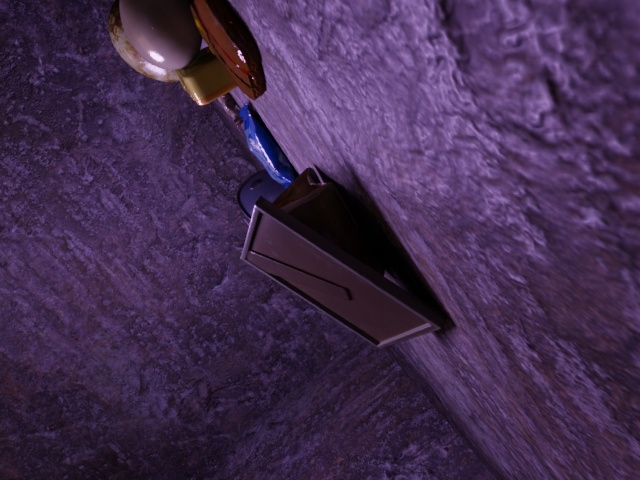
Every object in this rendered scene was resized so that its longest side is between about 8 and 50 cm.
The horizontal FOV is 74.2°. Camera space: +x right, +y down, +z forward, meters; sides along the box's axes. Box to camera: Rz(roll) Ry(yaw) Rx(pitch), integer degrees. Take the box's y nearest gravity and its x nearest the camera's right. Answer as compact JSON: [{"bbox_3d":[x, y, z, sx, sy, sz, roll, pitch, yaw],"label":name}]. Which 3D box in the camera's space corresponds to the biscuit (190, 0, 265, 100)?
[{"bbox_3d":[-0.215,-0.435,0.904,0.262,0.052,0.277,54,175,-2],"label":"biscuit"}]

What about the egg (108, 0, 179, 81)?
[{"bbox_3d":[-0.491,-0.610,1.269,0.289,0.238,0.238,46,174,8],"label":"egg"}]

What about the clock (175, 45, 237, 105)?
[{"bbox_3d":[-0.313,-0.458,1.169,0.202,0.143,0.096,49,166,51],"label":"clock"}]

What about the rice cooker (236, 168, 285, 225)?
[{"bbox_3d":[-0.194,-0.137,1.703,0.267,0.267,0.224,52,176,20],"label":"rice cooker"}]

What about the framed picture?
[{"bbox_3d":[0.020,0.100,0.971,0.446,0.028,0.326,34,153,-2],"label":"framed picture"}]

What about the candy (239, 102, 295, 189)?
[{"bbox_3d":[-0.176,-0.297,1.428,0.331,0.077,0.187,54,168,-16],"label":"candy"}]

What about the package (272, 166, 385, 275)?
[{"bbox_3d":[0.024,0.003,1.054,0.165,0.221,0.311,16,148,47],"label":"package"}]

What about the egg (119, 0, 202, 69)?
[{"bbox_3d":[-0.409,-0.562,1.081,0.254,0.188,0.188,61,176,7],"label":"egg"}]

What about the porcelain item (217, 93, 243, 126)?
[{"bbox_3d":[-0.364,-0.537,1.654,0.213,0.054,0.084,53,178,18],"label":"porcelain item"}]
